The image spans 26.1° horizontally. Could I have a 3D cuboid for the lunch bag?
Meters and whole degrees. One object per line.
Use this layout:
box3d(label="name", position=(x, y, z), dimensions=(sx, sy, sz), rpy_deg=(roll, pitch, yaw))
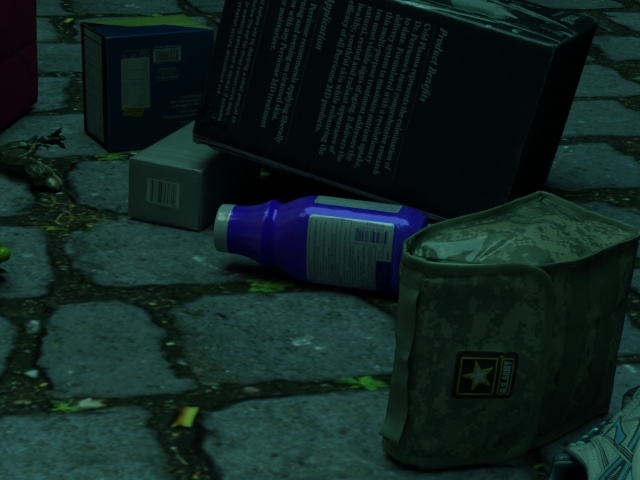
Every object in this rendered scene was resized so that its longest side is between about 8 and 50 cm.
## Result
box3d(label="lunch bag", position=(0.187, 0.098, 1.452), dimensions=(0.287, 0.235, 0.169), rpy_deg=(-17, 31, -40))

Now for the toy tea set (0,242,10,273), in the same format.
box3d(label="toy tea set", position=(-0.513, -0.078, 1.875), dimensions=(0.124, 0.200, 0.336), rpy_deg=(-46, 38, -17))

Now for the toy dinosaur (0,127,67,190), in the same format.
box3d(label="toy dinosaur", position=(-0.490, -0.144, 2.254), dimensions=(0.268, 0.064, 0.118), rpy_deg=(16, 31, 39))

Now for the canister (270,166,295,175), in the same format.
box3d(label="canister", position=(-0.062, -0.171, 2.347), dimensions=(0.126, 0.073, 0.170), rpy_deg=(-9, 25, -26))

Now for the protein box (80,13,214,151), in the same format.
box3d(label="protein box", position=(-0.302, -0.278, 2.417), dimensions=(0.200, 0.201, 0.136), rpy_deg=(-9, 24, -26))

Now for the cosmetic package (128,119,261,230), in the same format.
box3d(label="cosmetic package", position=(-0.189, -0.105, 2.129), dimensions=(0.127, 0.107, 0.238), rpy_deg=(11, 20, 19))

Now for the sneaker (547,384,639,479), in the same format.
box3d(label="sneaker", position=(0.284, 0.214, 1.345), dimensions=(0.122, 0.110, 0.283), rpy_deg=(4, 21, 13))

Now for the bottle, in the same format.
box3d(label="bottle", position=(0.000, 0.000, 1.851), dimensions=(0.283, 0.118, 0.092), rpy_deg=(7, 22, 13))

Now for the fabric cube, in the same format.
box3d(label="fabric cube", position=(-0.667, -0.334, 2.455), dimensions=(0.254, 0.259, 0.258), rpy_deg=(6, 23, 8))

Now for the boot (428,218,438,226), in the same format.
box3d(label="boot", position=(0.167, -0.005, 1.944), dimensions=(0.086, 0.069, 0.190), rpy_deg=(-20, 29, -33))

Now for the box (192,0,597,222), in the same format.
box3d(label="box", position=(0.130, -0.248, 2.106), dimensions=(0.472, 0.297, 0.480), rpy_deg=(20, 18, 12))
